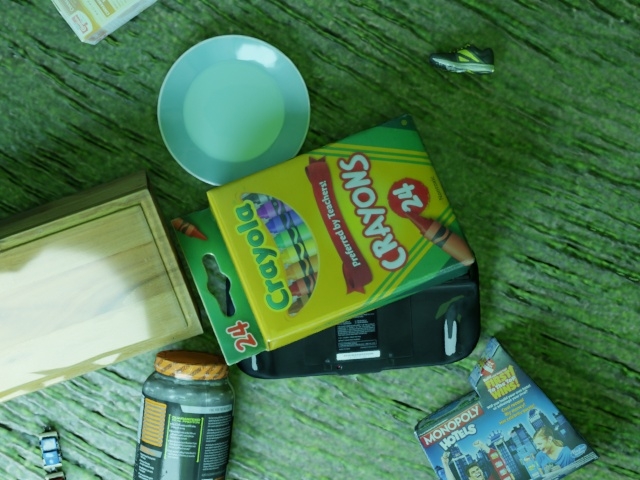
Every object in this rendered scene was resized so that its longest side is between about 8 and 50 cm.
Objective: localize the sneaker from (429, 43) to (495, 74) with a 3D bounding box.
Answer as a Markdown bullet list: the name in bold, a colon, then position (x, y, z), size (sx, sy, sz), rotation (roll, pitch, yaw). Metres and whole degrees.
- **sneaker**: position (0.176, -0.227, 1.813), size (0.083, 0.031, 0.035), rotation (7, 83, -9)

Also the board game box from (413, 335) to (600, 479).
- **board game box**: position (0.222, 0.232, 1.853), size (0.194, 0.060, 0.194), rotation (-28, 97, 0)

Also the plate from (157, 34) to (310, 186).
- **plate**: position (-0.106, -0.159, 1.803), size (0.188, 0.024, 0.188), rotation (0, 96, -3)

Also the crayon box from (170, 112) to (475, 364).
- **crayon box**: position (0.000, 0.000, 1.756), size (0.319, 0.081, 0.202), rotation (-22, 79, -6)

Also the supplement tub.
- **supplement tub**: position (-0.167, 0.236, 1.800), size (0.117, 0.117, 0.190), rotation (7, 96, -4)

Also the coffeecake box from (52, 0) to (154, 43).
- **coffeecake box**: position (-0.217, -0.310, 1.718), size (0.185, 0.142, 0.068), rotation (-35, 97, 1)

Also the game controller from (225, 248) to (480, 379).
- **game controller**: position (0.043, 0.087, 1.832), size (0.319, 0.067, 0.166), rotation (-4, 111, -3)

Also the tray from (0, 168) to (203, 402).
- **tray**: position (-0.369, 0.082, 1.765), size (0.411, 0.076, 0.202), rotation (-20, 114, -2)

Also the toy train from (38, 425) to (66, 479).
- **toy train**: position (-0.332, 0.311, 1.839), size (0.027, 0.036, 0.158), rotation (-9, 97, -3)
